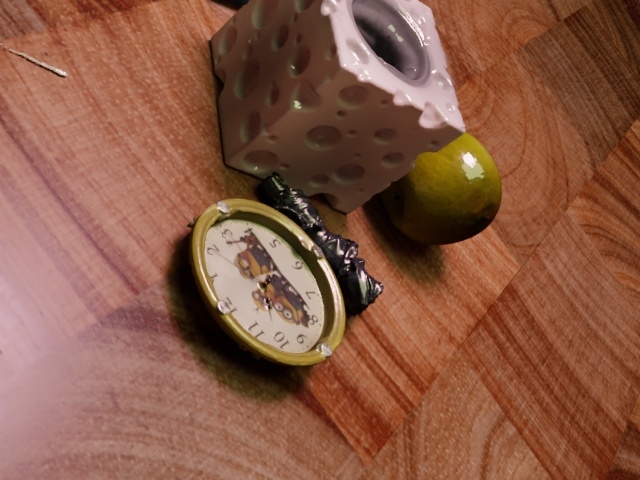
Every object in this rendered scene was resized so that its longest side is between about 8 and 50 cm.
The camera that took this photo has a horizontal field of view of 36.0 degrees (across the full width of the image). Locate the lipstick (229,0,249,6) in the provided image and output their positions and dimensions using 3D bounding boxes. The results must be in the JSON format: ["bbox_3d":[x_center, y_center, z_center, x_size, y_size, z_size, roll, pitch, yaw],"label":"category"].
[{"bbox_3d":[-0.074,-0.377,1.562,0.234,0.053,0.053,14,52,-45],"label":"lipstick"}]

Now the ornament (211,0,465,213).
[{"bbox_3d":[0.018,-0.221,1.378,0.239,0.239,0.239,20,48,-39],"label":"ornament"}]

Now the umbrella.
[{"bbox_3d":[0.001,-0.001,1.331,0.071,0.080,0.224,-40,87,-19],"label":"umbrella"}]

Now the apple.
[{"bbox_3d":[0.177,-0.083,1.502,0.157,0.196,0.196,-19,75,-23],"label":"apple"}]

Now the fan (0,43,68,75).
[{"bbox_3d":[-0.415,-0.247,1.090,0.310,0.010,0.182,21,46,-38],"label":"fan"}]

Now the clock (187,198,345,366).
[{"bbox_3d":[-0.071,0.057,1.203,0.237,0.057,0.237,30,40,-29],"label":"clock"}]
